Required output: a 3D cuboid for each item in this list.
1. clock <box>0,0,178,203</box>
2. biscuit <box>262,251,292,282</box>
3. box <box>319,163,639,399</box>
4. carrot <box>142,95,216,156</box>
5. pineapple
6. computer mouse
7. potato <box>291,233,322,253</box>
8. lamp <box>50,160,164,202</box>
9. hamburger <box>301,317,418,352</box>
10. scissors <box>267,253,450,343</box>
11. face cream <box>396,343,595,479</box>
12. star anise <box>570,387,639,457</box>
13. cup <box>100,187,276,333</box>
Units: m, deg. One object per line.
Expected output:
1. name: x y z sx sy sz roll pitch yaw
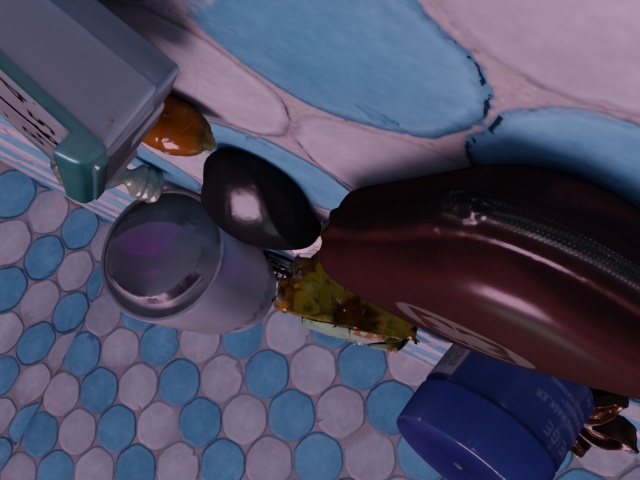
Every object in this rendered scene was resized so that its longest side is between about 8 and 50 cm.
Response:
1. clock: -0.239 -0.150 0.560 0.231 0.116 0.262 43 165 -11
2. biscuit: -0.074 0.084 1.673 0.195 0.053 0.194 24 171 4
3. box: 0.148 0.037 0.616 0.263 0.108 0.404 29 171 -15
4. carrot: -0.228 -0.160 0.706 0.271 0.062 0.066 30 -158 -5
5. pineapple: 0.050 0.061 0.991 0.233 0.135 0.080 21 166 -30
6. computer mouse: -0.085 -0.036 0.922 0.138 0.086 0.269 24 172 14
7. potato: -0.001 -0.001 1.070 0.093 0.036 0.037 1 122 27
8. lamp: -0.363 -0.120 1.180 0.193 0.106 0.106 21 175 -36
9. hamburger: 0.061 0.124 1.326 0.235 0.125 0.214 35 154 -14
10. scissors: 0.080 0.117 1.511 0.447 0.029 0.192 23 170 15
11. face cream: 0.284 0.281 1.130 0.249 0.225 0.249 34 158 15
12. star anise: 0.476 0.320 1.278 0.220 0.099 0.214 11 141 33
13. cup: -0.246 0.061 1.418 0.254 0.253 0.371 22 174 21
